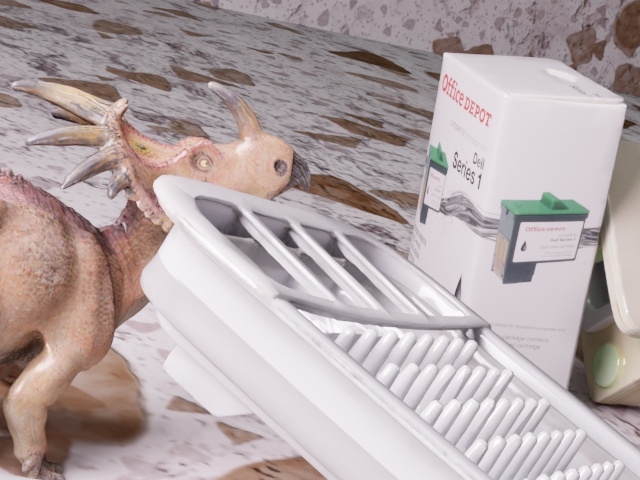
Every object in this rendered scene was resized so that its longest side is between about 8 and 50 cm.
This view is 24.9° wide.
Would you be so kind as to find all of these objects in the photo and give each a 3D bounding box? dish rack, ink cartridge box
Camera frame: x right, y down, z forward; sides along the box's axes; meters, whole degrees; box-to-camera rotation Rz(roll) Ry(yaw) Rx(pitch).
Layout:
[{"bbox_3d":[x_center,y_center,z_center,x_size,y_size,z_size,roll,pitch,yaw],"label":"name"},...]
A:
[{"bbox_3d":[0.074,0.104,0.653,0.333,0.072,0.285,39,9,22],"label":"dish rack"},{"bbox_3d":[0.131,-0.015,1.039,0.092,0.219,0.160,5,16,-13],"label":"ink cartridge box"}]

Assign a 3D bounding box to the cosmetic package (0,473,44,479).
[{"bbox_3d":[-0.083,0.145,0.464,0.237,0.107,0.127,10,14,-13],"label":"cosmetic package"}]

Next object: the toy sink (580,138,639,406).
[{"bbox_3d":[0.271,0.038,1.077,0.234,0.131,0.153,10,60,-26],"label":"toy sink"}]

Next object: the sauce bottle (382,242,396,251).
[{"bbox_3d":[0.000,0.000,1.220,0.128,0.042,0.042,12,15,-9],"label":"sauce bottle"}]

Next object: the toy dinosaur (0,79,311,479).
[{"bbox_3d":[-0.162,0.006,0.697,0.127,0.200,0.295,28,19,39],"label":"toy dinosaur"}]
